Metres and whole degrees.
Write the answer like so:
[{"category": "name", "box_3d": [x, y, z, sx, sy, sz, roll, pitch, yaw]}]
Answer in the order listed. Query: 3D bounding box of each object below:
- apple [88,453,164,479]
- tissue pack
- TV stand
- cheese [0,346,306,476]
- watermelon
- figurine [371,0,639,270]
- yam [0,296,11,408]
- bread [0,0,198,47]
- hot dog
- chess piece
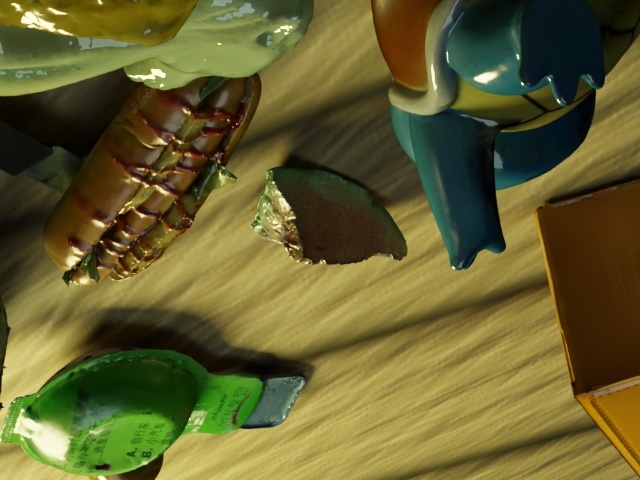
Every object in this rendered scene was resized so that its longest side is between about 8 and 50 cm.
[{"category": "apple", "box_3d": [-0.215, 0.233, 1.652, 0.090, 0.089, 0.074, 4, -170, -16]}, {"category": "tissue pack", "box_3d": [0.315, 0.086, 1.384, 0.145, 0.194, 0.274, -20, 148, 16]}, {"category": "TV stand", "box_3d": [-0.225, -0.078, 1.162, 0.049, 0.040, 0.256, -27, 144, 30]}, {"category": "cheese", "box_3d": [-0.168, 0.173, 1.553, 0.320, 0.083, 0.204, -2, 139, -29]}, {"category": "watermelon", "box_3d": [0.003, -0.009, 1.296, 0.155, 0.080, 0.101, -2, 163, -37]}, {"category": "figurine", "box_3d": [0.119, -0.148, 0.929, 0.243, 0.298, 0.416, 20, 157, 26]}, {"category": "yam", "box_3d": [-0.391, 0.138, 1.327, 0.241, 0.241, 0.348, 5, 146, -18]}, {"category": "bread", "box_3d": [-0.217, -0.250, 0.681, 0.362, 0.233, 0.245, 3, 149, -13]}, {"category": "hot dog", "box_3d": [-0.128, -0.044, 1.151, 0.104, 0.076, 0.250, 12, 129, -40]}, {"category": "chess piece", "box_3d": [-0.156, -0.143, 0.936, 0.298, 0.175, 0.175, 2, 149, -14]}]
